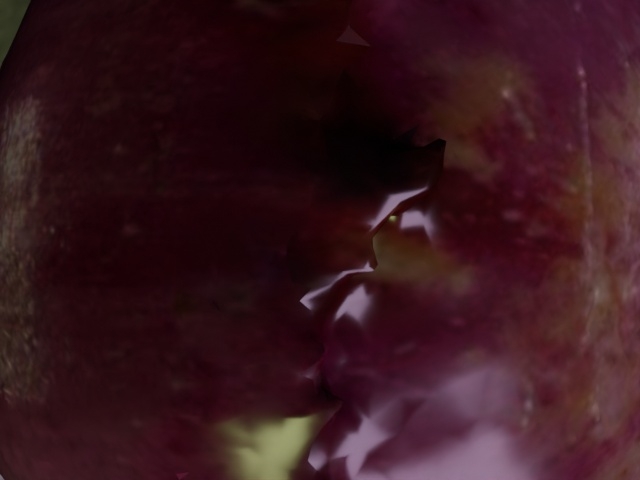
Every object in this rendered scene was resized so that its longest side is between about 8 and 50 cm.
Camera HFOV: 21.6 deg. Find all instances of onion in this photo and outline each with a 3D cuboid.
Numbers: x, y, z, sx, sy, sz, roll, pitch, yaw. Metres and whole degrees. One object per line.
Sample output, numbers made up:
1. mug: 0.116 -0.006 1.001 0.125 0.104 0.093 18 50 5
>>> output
1. onion: 0.026 -0.010 0.607 0.358 0.345 0.358 -40 145 -36
